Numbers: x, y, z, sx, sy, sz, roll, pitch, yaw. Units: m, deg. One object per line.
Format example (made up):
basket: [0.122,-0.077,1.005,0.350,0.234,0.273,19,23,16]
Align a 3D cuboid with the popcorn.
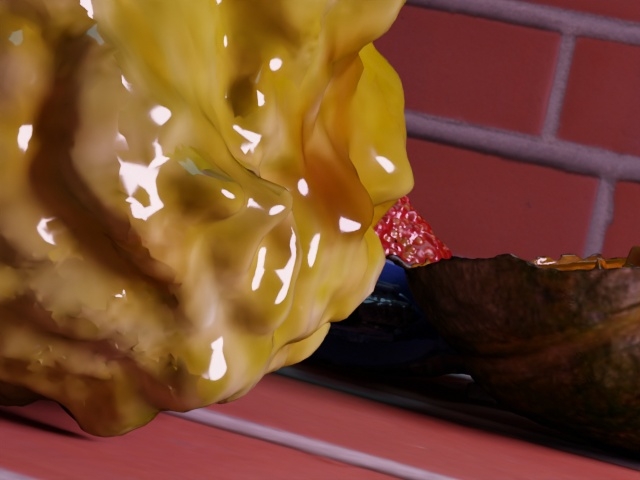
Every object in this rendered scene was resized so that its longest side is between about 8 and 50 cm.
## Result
popcorn: [-0.081,-0.056,0.675,0.224,0.270,0.258,13,46,32]

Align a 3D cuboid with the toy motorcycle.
toy motorcycle: [0.053,0.043,1.022,0.205,0.076,0.114,12,-5,-44]

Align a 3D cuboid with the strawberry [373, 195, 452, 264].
strawberry: [-0.004,0.005,1.129,0.148,0.131,0.131,36,7,11]

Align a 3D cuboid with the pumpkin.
pumpkin: [0.134,0.053,0.936,0.163,0.111,0.278,3,3,22]
